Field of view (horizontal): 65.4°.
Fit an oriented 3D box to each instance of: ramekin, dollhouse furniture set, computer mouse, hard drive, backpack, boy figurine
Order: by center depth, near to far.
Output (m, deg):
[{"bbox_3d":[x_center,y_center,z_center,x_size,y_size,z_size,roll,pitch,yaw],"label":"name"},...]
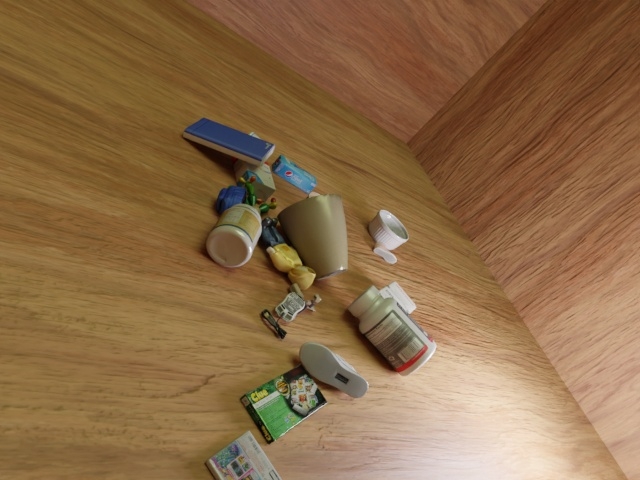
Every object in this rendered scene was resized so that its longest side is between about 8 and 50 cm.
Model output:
[{"bbox_3d":[-0.111,0.230,1.584,0.106,0.042,0.193,43,31,6],"label":"computer mouse"},{"bbox_3d":[-0.045,0.189,1.705,0.081,0.091,0.114,34,21,-55],"label":"dollhouse furniture set"},{"bbox_3d":[-0.313,-0.123,1.743,0.101,0.098,0.120,7,36,-8],"label":"backpack"},{"bbox_3d":[-0.127,0.050,1.761,0.285,0.092,0.177,52,18,20],"label":"boy figurine"},{"bbox_3d":[-0.359,-0.399,2.006,0.319,0.040,0.210,21,28,0],"label":"hard drive"},{"bbox_3d":[0.340,-0.048,2.553,0.207,0.109,0.207,35,28,-21],"label":"ramekin"}]

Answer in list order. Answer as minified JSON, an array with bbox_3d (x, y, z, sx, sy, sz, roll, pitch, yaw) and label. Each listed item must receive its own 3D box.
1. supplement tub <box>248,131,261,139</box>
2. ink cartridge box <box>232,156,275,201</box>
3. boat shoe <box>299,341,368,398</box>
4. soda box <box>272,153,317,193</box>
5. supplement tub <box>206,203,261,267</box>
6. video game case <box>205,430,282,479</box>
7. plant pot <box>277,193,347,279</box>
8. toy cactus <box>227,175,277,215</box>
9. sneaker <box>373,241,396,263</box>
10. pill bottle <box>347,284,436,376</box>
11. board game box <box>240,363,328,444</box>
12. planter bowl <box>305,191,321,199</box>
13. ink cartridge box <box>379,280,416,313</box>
[{"bbox_3d":[-0.288,-0.428,2.240,0.107,0.071,0.071,44,26,-5],"label":"supplement tub"},{"bbox_3d":[-0.275,-0.277,2.033,0.134,0.078,0.231,23,33,-37],"label":"ink cartridge box"},{"bbox_3d":[0.031,0.390,1.519,0.258,0.095,0.084,44,-5,-17],"label":"boat shoe"},{"bbox_3d":[-0.119,-0.306,2.312,0.210,0.067,0.071,31,29,-27],"label":"soda box"},{"bbox_3d":[-0.270,-0.021,1.597,0.144,0.144,0.199,38,27,-14],"label":"supplement tub"},{"bbox_3d":[-0.163,0.523,1.110,0.157,0.019,0.143,52,27,13],"label":"video game case"},{"bbox_3d":[0.000,0.000,1.878,0.256,0.257,0.274,-1,68,-56],"label":"plant pot"},{"bbox_3d":[-0.245,-0.141,1.876,0.219,0.112,0.180,31,38,-44],"label":"toy cactus"},{"bbox_3d":[0.317,0.054,2.436,0.134,0.051,0.070,32,34,-16],"label":"sneaker"},{"bbox_3d":[0.252,0.321,1.818,0.318,0.176,0.176,47,26,5],"label":"pill bottle"},{"bbox_3d":[-0.090,0.429,1.337,0.136,0.030,0.260,55,28,16],"label":"board game box"},{"bbox_3d":[-0.020,-0.111,2.125,0.162,0.109,0.162,34,29,-22],"label":"planter bowl"},{"bbox_3d":[0.292,0.265,2.056,0.148,0.086,0.203,52,26,13],"label":"ink cartridge box"}]
